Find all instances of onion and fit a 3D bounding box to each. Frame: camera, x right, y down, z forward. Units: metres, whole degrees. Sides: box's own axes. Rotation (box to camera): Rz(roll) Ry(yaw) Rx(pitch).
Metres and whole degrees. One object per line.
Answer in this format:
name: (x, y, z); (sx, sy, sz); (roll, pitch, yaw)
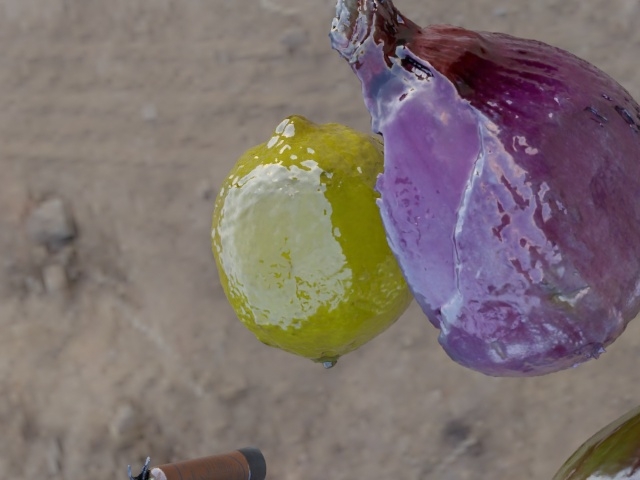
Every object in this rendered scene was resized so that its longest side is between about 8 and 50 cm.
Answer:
onion: (0.156, -0.067, 1.525); (0.159, 0.267, 0.349); (-14, 127, 40)

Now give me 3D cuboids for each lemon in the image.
lemon: (0.000, 0.000, 1.769); (0.192, 0.192, 0.231); (6, 108, 51)

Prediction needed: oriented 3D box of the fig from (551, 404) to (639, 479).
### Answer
fig: (0.280, 0.164, 1.513); (0.217, 0.217, 0.321); (10, 88, 50)

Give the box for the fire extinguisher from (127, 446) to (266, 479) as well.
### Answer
fire extinguisher: (-0.069, 0.127, 1.083); (0.022, 0.083, 0.028); (19, 111, 52)
